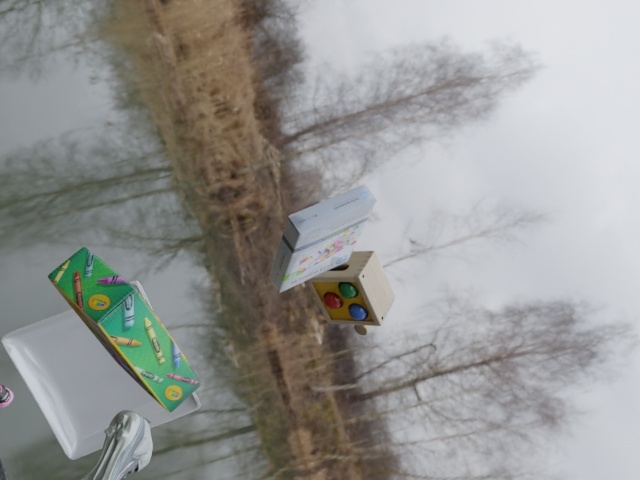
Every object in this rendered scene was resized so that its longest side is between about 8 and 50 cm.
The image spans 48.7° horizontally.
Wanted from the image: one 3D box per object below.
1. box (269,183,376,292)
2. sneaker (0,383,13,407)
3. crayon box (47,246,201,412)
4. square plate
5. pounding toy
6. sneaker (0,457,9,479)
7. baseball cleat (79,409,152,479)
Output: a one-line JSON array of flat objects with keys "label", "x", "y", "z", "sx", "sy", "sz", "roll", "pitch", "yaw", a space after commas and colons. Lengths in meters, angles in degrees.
[{"label": "box", "x": 0.000, "y": 0.000, "z": 1.131, "sx": 0.038, "sy": 0.145, "sz": 0.186, "roll": 56, "pitch": -29, "yaw": 20}, {"label": "sneaker", "x": -0.652, "y": 0.278, "z": 1.366, "sx": 0.057, "sy": 0.120, "sz": 0.047, "roll": 91, "pitch": 21, "yaw": -58}, {"label": "crayon box", "x": -0.324, "y": 0.155, "z": 1.192, "sx": 0.165, "sy": 0.081, "sz": 0.278, "roll": 30, "pitch": -27, "yaw": 37}, {"label": "square plate", "x": -0.502, "y": 0.301, "z": 1.643, "sx": 0.049, "sy": 0.348, "sz": 0.343, "roll": -99, "pitch": 166, "yaw": -76}, {"label": "pounding toy", "x": 0.051, "y": 0.130, "z": 1.435, "sx": 0.094, "sy": 0.181, "sz": 0.206, "roll": -55, "pitch": 130, "yaw": -41}, {"label": "sneaker", "x": -0.710, "y": 0.590, "z": 1.512, "sx": 0.286, "sy": 0.130, "sz": 0.109, "roll": 39, "pitch": -47, "yaw": 39}, {"label": "baseball cleat", "x": -0.343, "y": 0.394, "z": 1.189, "sx": 0.109, "sy": 0.072, "sz": 0.205, "roll": 49, "pitch": 60, "yaw": -48}]
